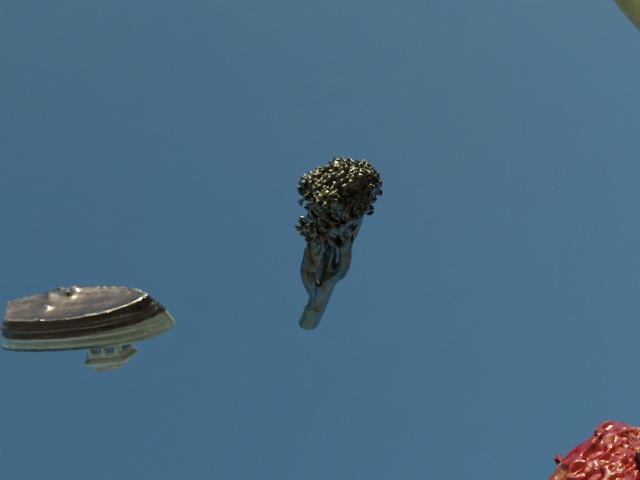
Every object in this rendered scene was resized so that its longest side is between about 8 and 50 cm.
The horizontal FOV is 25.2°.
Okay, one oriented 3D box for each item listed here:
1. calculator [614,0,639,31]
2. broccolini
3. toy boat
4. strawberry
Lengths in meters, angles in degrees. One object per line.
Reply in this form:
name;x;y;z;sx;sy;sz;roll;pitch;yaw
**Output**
calculator;0.205;-0.107;0.613;0.235;0.146;0.032;32;-120;-34
broccolini;0.017;0.011;1.303;0.091;0.068;0.203;-48;-29;-39
toy boat;-0.184;0.073;1.144;0.140;0.059;0.066;-7;-57;5
strawberry;0.208;0.236;1.123;0.174;0.098;0.228;18;-66;-51
